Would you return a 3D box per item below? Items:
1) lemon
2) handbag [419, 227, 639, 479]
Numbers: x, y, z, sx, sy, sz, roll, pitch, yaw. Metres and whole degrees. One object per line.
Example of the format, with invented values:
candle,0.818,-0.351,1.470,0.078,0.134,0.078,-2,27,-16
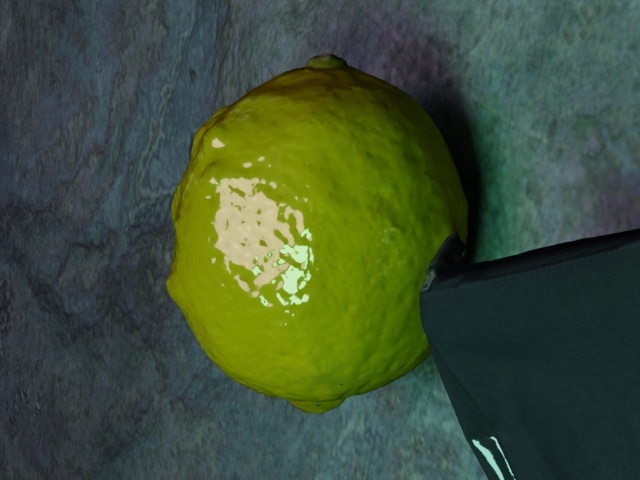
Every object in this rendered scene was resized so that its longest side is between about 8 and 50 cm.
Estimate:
lemon,0.000,0.000,1.029,0.233,0.234,0.288,25,114,55
handbag,0.220,0.089,0.729,0.302,0.178,0.275,-20,90,59
